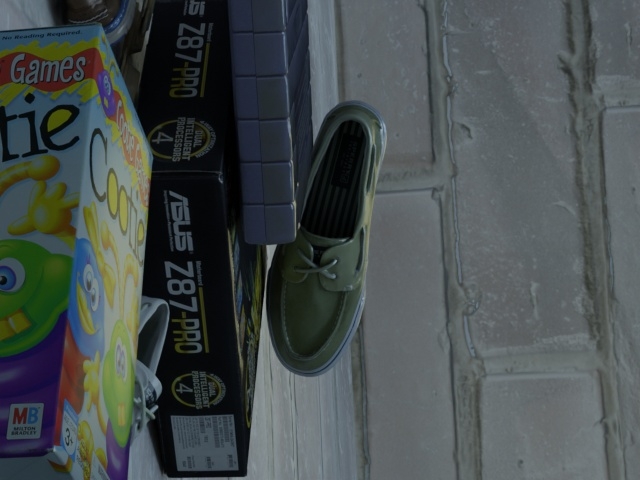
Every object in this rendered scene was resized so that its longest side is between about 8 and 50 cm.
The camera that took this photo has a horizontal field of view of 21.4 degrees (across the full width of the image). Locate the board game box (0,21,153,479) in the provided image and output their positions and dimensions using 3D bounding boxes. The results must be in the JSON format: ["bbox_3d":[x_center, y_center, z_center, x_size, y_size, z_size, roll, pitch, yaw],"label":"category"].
[{"bbox_3d":[-0.186,0.029,0.970,0.144,0.142,0.275,75,13,-57],"label":"board game box"}]

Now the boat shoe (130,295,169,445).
[{"bbox_3d":[-0.165,0.118,1.346,0.226,0.076,0.083,-87,169,-45],"label":"boat shoe"}]

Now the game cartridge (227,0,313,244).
[{"bbox_3d":[-0.044,-0.146,1.576,0.355,0.068,0.230,-82,174,-74],"label":"game cartridge"}]

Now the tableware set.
[{"bbox_3d":[-0.169,-0.163,1.509,0.168,0.020,0.141,132,-32,-73],"label":"tableware set"}]

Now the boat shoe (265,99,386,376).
[{"bbox_3d":[0.000,0.000,1.786,0.094,0.109,0.302,-33,134,-78],"label":"boat shoe"}]

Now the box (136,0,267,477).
[{"bbox_3d":[-0.114,-0.013,1.645,0.318,0.097,0.395,-90,178,-49],"label":"box"}]

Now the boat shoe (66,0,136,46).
[{"bbox_3d":[-0.186,-0.248,1.448,0.066,0.066,0.183,64,16,-47],"label":"boat shoe"}]
